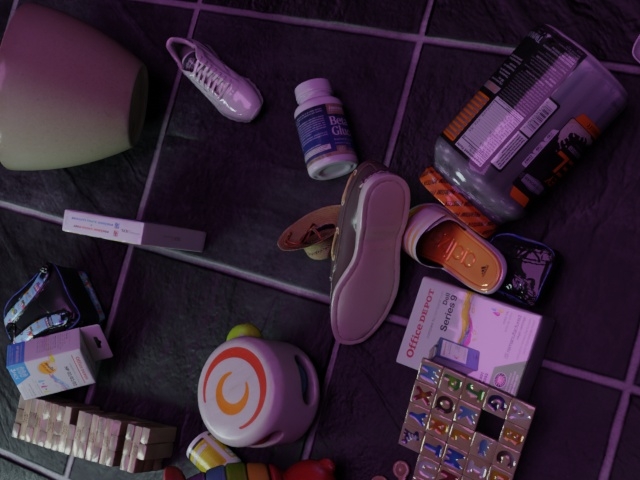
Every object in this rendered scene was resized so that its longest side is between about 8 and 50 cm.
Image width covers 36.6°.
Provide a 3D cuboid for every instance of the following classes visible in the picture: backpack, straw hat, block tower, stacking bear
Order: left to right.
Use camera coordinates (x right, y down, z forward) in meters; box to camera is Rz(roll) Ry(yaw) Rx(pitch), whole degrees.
[{"bbox_3d":[-0.545,0.151,1.952,0.173,0.117,0.158,-39,68,15],"label":"backpack"},{"bbox_3d":[-0.450,0.372,1.885,0.336,0.097,0.090,8,85,28],"label":"block tower"},{"bbox_3d":[-0.109,0.447,1.646,0.289,0.164,0.175,-11,85,-6],"label":"stacking bear"},{"bbox_3d":[0.000,0.000,1.741,0.145,0.144,0.061,-16,116,23],"label":"straw hat"},{"bbox_3d":[0.324,0.047,1.565,0.114,0.084,0.105,24,94,31],"label":"backpack"}]

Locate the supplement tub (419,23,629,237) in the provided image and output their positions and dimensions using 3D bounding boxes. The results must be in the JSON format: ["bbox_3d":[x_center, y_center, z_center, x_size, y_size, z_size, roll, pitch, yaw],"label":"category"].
[{"bbox_3d":[0.317,-0.168,1.543,0.316,0.193,0.193,-49,65,12],"label":"supplement tub"}]

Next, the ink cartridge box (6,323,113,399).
[{"bbox_3d":[-0.505,0.237,1.886,0.181,0.104,0.061,-14,42,-3],"label":"ink cartridge box"}]

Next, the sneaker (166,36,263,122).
[{"bbox_3d":[-0.209,-0.312,1.877,0.235,0.095,0.090,41,99,24],"label":"sneaker"}]

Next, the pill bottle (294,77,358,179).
[{"bbox_3d":[0.005,-0.204,1.754,0.094,0.094,0.169,-21,74,22],"label":"pill bottle"}]

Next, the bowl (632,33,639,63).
[{"bbox_3d":[0.581,-0.307,1.516,0.142,0.053,0.142,41,101,25],"label":"bowl"}]

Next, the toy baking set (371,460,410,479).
[{"bbox_3d":[0.168,0.477,1.603,0.256,0.030,0.196,10,86,27],"label":"toy baking set"}]

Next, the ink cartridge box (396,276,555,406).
[{"bbox_3d":[0.251,0.163,1.579,0.212,0.093,0.154,20,92,29],"label":"ink cartridge box"}]

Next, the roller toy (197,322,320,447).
[{"bbox_3d":[-0.105,0.271,1.704,0.191,0.146,0.209,30,98,37],"label":"roller toy"}]

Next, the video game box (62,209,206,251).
[{"bbox_3d":[-0.349,-0.017,1.837,0.187,0.205,0.048,7,89,27],"label":"video game box"}]

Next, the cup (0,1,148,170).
[{"bbox_3d":[-0.473,-0.283,1.905,0.237,0.331,0.331,10,86,0],"label":"cup"}]

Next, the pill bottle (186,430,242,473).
[{"bbox_3d":[-0.184,0.408,1.766,0.116,0.065,0.065,37,99,26],"label":"pill bottle"}]

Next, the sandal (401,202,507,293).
[{"bbox_3d":[0.200,0.001,1.593,0.265,0.076,0.102,34,103,51],"label":"sandal"}]

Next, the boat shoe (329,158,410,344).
[{"bbox_3d":[0.072,0.022,1.657,0.096,0.117,0.324,-128,43,-56],"label":"boat shoe"}]

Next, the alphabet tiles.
[{"bbox_3d":[0.220,0.331,1.547,0.198,0.009,0.237,22,108,26],"label":"alphabet tiles"}]
